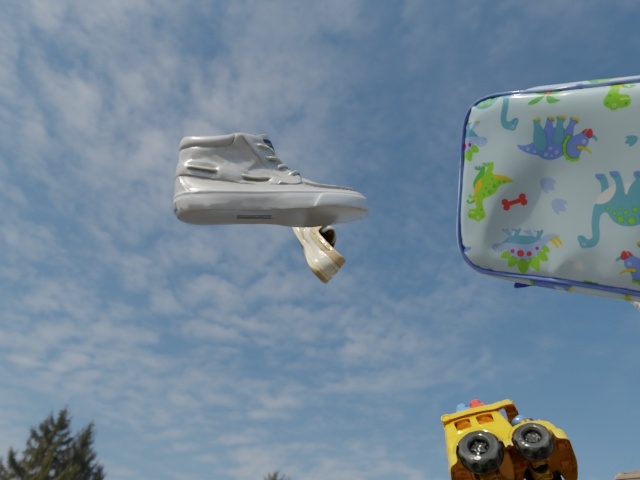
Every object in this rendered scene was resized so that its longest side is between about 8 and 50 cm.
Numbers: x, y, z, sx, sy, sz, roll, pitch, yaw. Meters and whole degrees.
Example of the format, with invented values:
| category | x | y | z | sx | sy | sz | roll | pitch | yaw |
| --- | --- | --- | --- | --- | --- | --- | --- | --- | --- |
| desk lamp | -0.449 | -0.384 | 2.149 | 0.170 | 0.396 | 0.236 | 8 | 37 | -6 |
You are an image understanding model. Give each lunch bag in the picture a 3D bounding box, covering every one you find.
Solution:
| category | x | y | z | sx | sy | sz | roll | pitch | yaw |
| --- | --- | --- | --- | --- | --- | --- | --- | --- | --- |
| lunch bag | 0.226 | -0.041 | 0.418 | 0.219 | 0.175 | 0.090 | 7 | 12 | 42 |

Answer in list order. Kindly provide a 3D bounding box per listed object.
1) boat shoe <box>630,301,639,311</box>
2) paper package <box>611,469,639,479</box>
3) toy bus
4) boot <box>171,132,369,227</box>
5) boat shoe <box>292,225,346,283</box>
| category | x | y | z | sx | sy | sz | roll | pitch | yaw |
| --- | --- | --- | --- | --- | --- | --- | --- | --- | --- |
| boat shoe | 0.581 | 0.017 | 0.760 | 0.258 | 0.084 | 0.095 | -50 | -44 | 12 |
| paper package | 0.435 | 0.421 | 0.537 | 0.168 | 0.324 | 0.310 | -25 | -31 | 29 |
| toy bus | 0.347 | 0.385 | 0.975 | 0.221 | 0.211 | 0.149 | -18 | -66 | 9 |
| boot | -0.063 | -0.087 | 0.672 | 0.259 | 0.123 | 0.095 | 1 | -16 | -12 |
| boat shoe | 0.000 | 0.000 | 0.824 | 0.059 | 0.170 | 0.063 | -36 | -50 | 8 |
